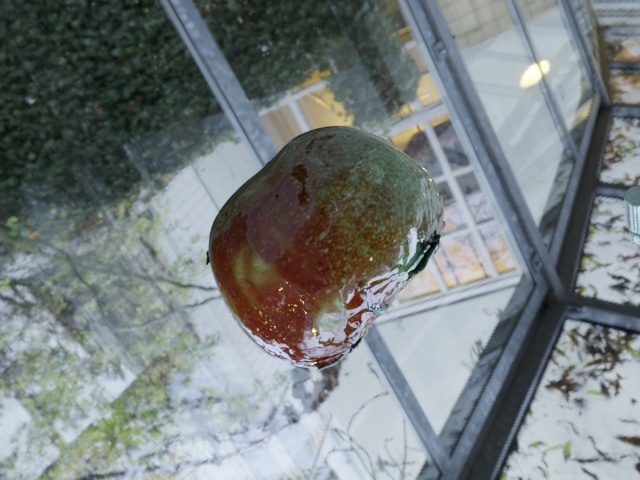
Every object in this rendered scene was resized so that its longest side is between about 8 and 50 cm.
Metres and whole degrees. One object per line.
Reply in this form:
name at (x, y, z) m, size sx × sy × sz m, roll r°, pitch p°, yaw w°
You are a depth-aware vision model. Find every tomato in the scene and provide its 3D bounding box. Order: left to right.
tomato at (0.000, 0.000, 0.890) m, size 0.303 × 0.239 × 0.303 m, roll -51°, pitch 177°, yaw -3°

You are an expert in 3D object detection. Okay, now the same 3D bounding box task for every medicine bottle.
medicine bottle at (0.475, -0.038, 1.052) m, size 0.047 × 0.083 × 0.047 m, roll -14°, pitch -141°, yaw 12°
